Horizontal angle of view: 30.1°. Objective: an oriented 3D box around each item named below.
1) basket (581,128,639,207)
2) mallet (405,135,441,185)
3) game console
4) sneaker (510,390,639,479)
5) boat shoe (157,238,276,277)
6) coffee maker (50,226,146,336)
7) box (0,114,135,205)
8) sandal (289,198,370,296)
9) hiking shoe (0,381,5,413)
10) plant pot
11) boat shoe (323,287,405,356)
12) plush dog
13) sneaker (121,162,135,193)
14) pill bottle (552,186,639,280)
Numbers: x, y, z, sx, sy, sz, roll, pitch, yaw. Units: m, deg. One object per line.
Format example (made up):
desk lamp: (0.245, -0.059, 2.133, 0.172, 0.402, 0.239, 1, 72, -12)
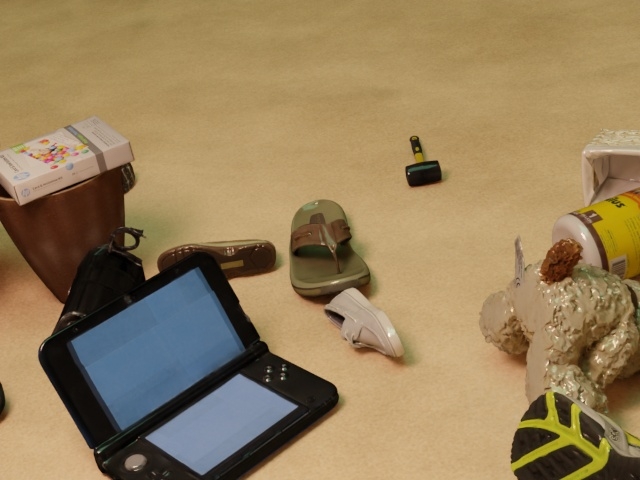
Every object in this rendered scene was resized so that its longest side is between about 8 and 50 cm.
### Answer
basket: (0.503, -0.108, 1.861, 0.167, 0.113, 0.103, 5, 29, 27)
mallet: (0.185, -0.150, 2.124, 0.062, 0.039, 0.190, -7, 26, 10)
game console: (-0.166, 0.174, 1.536, 0.293, 0.173, 0.250, -33, 35, -32)
sneaker: (0.340, 0.277, 1.187, 0.147, 0.145, 0.385, 21, 17, -25)
boat shoe: (-0.166, 0.029, 1.913, 0.189, 0.068, 0.072, -2, 17, -3)
coffee maker: (-0.325, 0.093, 1.737, 0.120, 0.171, 0.178, 6, 32, -3)
box: (-0.395, -0.124, 1.804, 0.186, 0.038, 0.145, -25, 32, -21)
sandal: (-0.002, 0.000, 1.870, 0.120, 0.086, 0.303, -13, 29, -4)
hiking shoe: (-0.589, 0.199, 1.701, 0.304, 0.132, 0.113, 18, 56, 5)
plant pot: (-0.397, -0.020, 1.896, 0.215, 0.230, 0.215, -9, 30, 5)
boat shoe: (0.057, 0.121, 1.666, 0.063, 0.066, 0.184, -30, 34, -11)
plush dog: (0.357, 0.100, 1.501, 0.225, 0.211, 0.262, 8, 25, -21)
sneaker: (-0.418, -0.106, 2.228, 0.073, 0.063, 0.162, 13, 37, 41)
pill bottle: (0.449, -0.012, 1.702, 0.215, 0.117, 0.117, -19, 30, -14)
